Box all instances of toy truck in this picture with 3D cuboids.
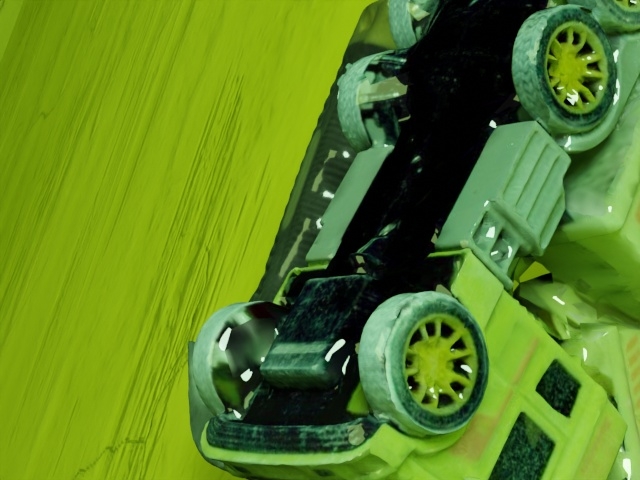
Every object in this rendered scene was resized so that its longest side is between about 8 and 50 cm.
[{"bbox_3d":[0.057,0.004,0.446,0.085,0.116,0.191,-10,45,51],"label":"toy truck"}]

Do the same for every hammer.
[{"bbox_3d":[0.000,0.000,0.735,0.226,0.041,0.159,-70,20,-3],"label":"hammer"}]
